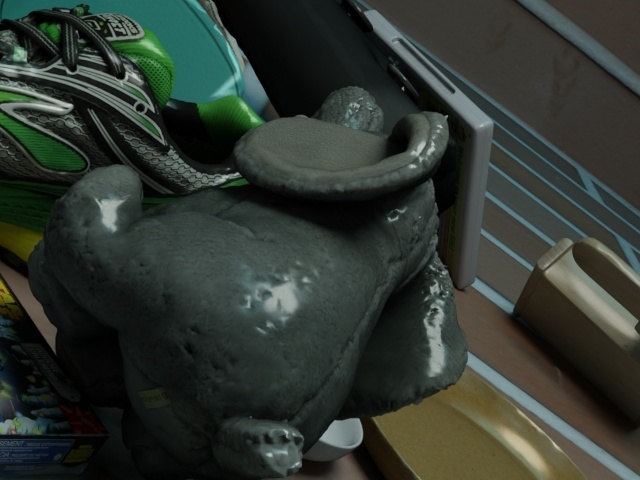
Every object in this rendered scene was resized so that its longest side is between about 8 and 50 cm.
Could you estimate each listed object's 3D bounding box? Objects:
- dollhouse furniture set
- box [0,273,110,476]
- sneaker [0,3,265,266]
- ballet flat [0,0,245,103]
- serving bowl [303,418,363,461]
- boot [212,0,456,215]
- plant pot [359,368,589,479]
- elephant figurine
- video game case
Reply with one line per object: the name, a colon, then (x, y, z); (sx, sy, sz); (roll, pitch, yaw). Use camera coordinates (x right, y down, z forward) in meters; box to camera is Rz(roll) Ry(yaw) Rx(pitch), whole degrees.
dollhouse furniture set: (0.385, -0.008, 1.203); (0.174, 0.355, 0.303); (44, -21, 16)
box: (-0.163, 0.044, 0.522); (0.137, 0.027, 0.094); (48, 18, 30)
sneaker: (-0.169, -0.078, 0.626); (0.343, 0.146, 0.134); (22, 23, -41)
ballet flat: (-0.224, -0.192, 0.859); (0.409, 0.147, 0.147); (38, 17, -5)
serving bowl: (-0.016, 0.097, 0.686); (0.083, 0.027, 0.083); (34, 18, -12)
boot: (-0.061, -0.221, 1.017); (0.445, 0.146, 0.367); (62, 13, 21)
plant pot: (0.107, 0.153, 0.787); (0.236, 0.032, 0.236); (34, 18, -12)
elephant figurine: (0.000, 0.000, 0.561); (0.239, 0.169, 0.186); (-30, 73, -27)
video game case: (0.094, -0.086, 1.156); (0.023, 0.212, 0.193); (-24, 51, -20)
